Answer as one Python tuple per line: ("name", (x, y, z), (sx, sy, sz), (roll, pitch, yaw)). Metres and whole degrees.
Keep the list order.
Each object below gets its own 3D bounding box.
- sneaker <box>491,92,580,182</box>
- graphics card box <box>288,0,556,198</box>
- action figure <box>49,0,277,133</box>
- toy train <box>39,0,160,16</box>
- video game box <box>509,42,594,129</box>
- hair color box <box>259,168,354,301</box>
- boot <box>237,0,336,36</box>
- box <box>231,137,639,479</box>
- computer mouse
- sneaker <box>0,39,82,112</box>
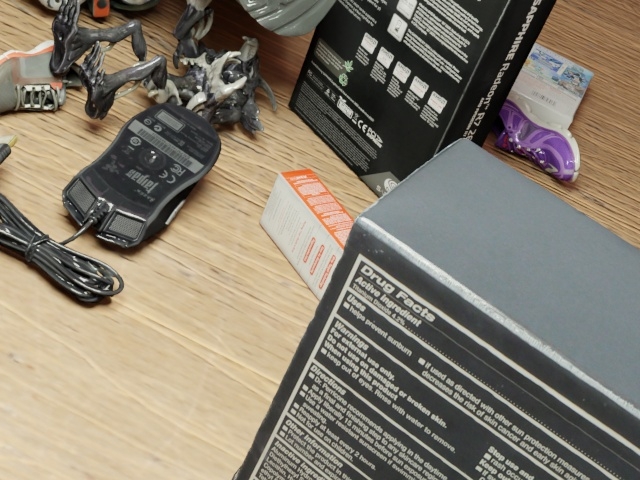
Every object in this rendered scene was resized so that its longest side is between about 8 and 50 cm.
("sneaker", (0.270, -0.126, 1.350), (0.071, 0.068, 0.170), (-23, 47, -26))
("graphics card box", (0.112, -0.233, 1.125), (0.094, 0.370, 0.233), (-17, 52, -40))
("action figure", (-0.142, -0.197, 1.122), (0.276, 0.141, 0.164), (-5, 54, -44))
("toy train", (-0.317, -0.400, 1.304), (0.190, 0.142, 0.334), (-11, 50, -21))
("video game box", (0.283, -0.242, 1.495), (0.205, 0.048, 0.187), (30, 39, 7))
("hair color box", (0.000, 0.000, 1.028), (0.043, 0.072, 0.141), (-11, 50, -37))
("boot", (-0.132, -0.430, 1.211), (0.367, 0.146, 0.445), (55, 8, -22))
("box", (0.132, 0.138, 0.747), (0.296, 0.294, 0.183), (35, 39, 14))
("computer mouse", (-0.222, -0.056, 0.992), (0.184, 0.060, 0.262), (29, 49, 1))
("sneaker", (-0.299, -0.163, 1.077), (0.065, 0.061, 0.158), (35, 38, 4))
